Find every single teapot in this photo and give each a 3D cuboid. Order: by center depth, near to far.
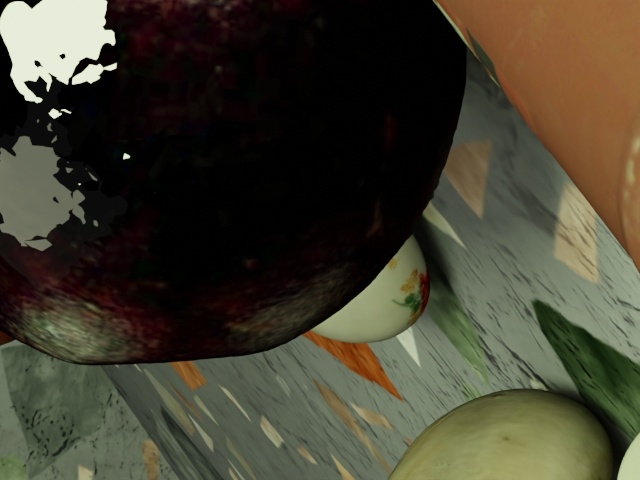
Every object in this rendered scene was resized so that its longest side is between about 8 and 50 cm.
[{"bbox_3d":[0.000,0.000,1.083,0.145,0.092,0.226,47,169,27],"label":"teapot"}]

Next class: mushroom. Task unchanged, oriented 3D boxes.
[{"bbox_3d":[0.103,0.192,0.985,0.209,0.206,0.206,46,165,20],"label":"mushroom"}]

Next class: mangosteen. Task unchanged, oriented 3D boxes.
[{"bbox_3d":[-0.098,-0.080,0.743,0.275,0.302,0.275,-175,90,-70],"label":"mangosteen"}]

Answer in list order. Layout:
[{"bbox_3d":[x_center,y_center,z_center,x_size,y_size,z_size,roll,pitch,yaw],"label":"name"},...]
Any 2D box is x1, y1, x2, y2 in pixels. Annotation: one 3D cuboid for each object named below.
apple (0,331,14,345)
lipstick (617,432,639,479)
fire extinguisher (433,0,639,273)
[{"bbox_3d":[-0.226,-0.114,1.001,0.348,0.348,0.277,50,180,15],"label":"apple"},{"bbox_3d":[0.204,0.122,0.724,0.070,0.070,0.254,58,166,-19],"label":"lipstick"},{"bbox_3d":[0.079,-0.040,0.381,0.147,0.106,0.337,85,162,-45],"label":"fire extinguisher"}]
